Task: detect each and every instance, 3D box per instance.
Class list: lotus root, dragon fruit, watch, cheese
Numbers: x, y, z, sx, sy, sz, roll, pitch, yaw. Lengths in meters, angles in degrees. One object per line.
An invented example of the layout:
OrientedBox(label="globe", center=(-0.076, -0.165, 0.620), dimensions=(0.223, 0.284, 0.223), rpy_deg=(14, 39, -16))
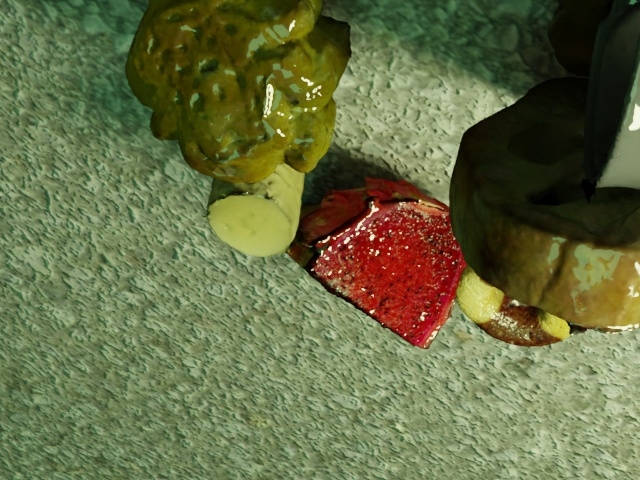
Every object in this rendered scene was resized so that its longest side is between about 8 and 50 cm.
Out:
OrientedBox(label="lotus root", center=(0.309, -0.045, 1.654), dimensions=(0.390, 0.375, 0.111), rpy_deg=(-5, 122, -18))
OrientedBox(label="dragon fruit", center=(0.052, 0.009, 1.935), dimensions=(0.189, 0.163, 0.262), rpy_deg=(4, 161, 37))
OrientedBox(label="watch", center=(0.336, -0.174, 1.513), dimensions=(0.314, 0.327, 0.335), rpy_deg=(11, 141, 1))
OrientedBox(label="cheese", center=(-0.067, -0.077, 1.851), dimensions=(0.094, 0.167, 0.123), rpy_deg=(-7, 139, 18))

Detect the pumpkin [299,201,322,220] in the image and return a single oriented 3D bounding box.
OrientedBox(label="pumpkin", center=(-0.002, 0.000, 2.033), dimensions=(0.073, 0.035, 0.101), rpy_deg=(-14, 137, 31))

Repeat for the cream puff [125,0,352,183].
OrientedBox(label="cream puff", center=(-0.076, -0.181, 1.704), dimensions=(0.244, 0.196, 0.244), rpy_deg=(7, 137, 6))

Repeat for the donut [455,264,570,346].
OrientedBox(label="donut", center=(0.239, 0.058, 2.018), dimensions=(0.166, 0.073, 0.184), rpy_deg=(-21, 130, 36))
